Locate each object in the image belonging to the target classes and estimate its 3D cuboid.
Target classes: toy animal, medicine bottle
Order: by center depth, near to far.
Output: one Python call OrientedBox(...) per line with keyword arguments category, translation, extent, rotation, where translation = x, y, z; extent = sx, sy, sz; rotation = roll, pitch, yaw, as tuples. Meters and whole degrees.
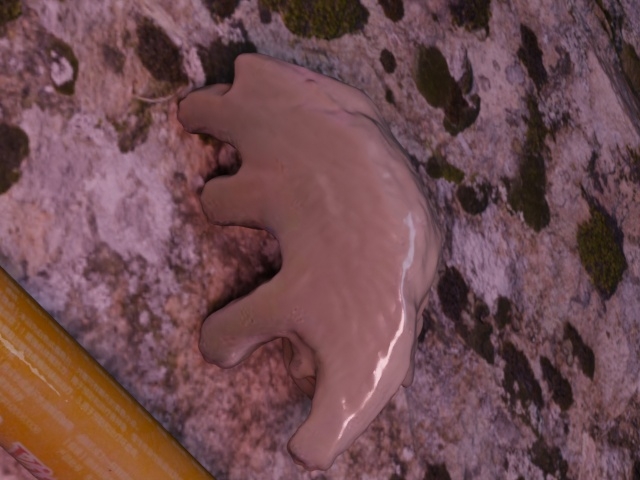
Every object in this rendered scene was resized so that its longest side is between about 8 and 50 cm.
OrientedBox(category="medicine bottle", translation=(-0.142, 0.178, 1.007), extent=(0.426, 0.108, 0.108), rotation=(51, 48, -28))
OrientedBox(category="toy animal", translation=(0.000, 0.000, 1.186), extent=(0.308, 0.266, 0.188), rotation=(41, 18, 22))
